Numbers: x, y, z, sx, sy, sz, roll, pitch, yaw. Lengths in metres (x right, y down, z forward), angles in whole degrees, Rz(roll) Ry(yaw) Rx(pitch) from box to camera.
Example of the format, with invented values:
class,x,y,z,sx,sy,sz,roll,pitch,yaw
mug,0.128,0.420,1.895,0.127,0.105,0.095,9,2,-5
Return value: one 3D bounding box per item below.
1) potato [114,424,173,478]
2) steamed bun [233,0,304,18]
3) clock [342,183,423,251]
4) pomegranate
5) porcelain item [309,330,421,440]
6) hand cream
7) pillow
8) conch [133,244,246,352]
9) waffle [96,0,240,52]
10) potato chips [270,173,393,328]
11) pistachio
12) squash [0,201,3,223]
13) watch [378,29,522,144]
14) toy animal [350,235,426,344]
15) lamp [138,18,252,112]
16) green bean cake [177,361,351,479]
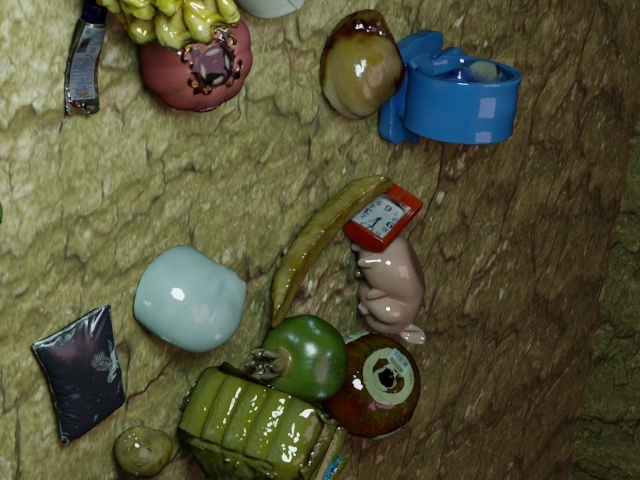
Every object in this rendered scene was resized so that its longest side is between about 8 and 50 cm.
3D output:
class,x,y,z,sx,sy,sz,roll,pitch,yaw
potato,-0.306,0.373,1.848,0.138,0.070,0.091,36,78,-57
steamed bun,-0.089,-0.473,1.619,0.146,0.164,0.241,45,57,-59
clock,0.129,-0.049,2.232,0.155,0.113,0.061,-45,159,-33
pomegranate,-0.053,0.234,2.051,0.225,0.187,0.187,1,106,-55
porcelain item,0.090,0.326,2.314,0.253,0.253,0.252,-32,132,-44
hand cream,-0.333,-0.261,1.503,0.062,0.039,0.163,-18,127,-53
pillow,-0.376,0.213,1.679,0.141,0.055,0.208,-31,131,-33
conch,-0.217,0.100,1.813,0.221,0.121,0.184,8,71,-52
waffle,-0.179,-0.410,1.438,0.324,0.261,0.151,-60,139,-21
potato chips,0.000,0.000,2.097,0.407,0.080,0.057,-51,157,-22
pistachio,0.080,-0.334,1.996,0.165,0.130,0.210,2,111,-14
squash,-0.479,-0.083,1.348,0.077,0.068,0.219,-37,138,-17
watch,0.294,-0.299,2.183,0.305,0.275,0.241,-22,124,-43
toy animal,0.153,0.098,2.301,0.166,0.154,0.250,-103,-175,-53
lamp,-0.194,-0.287,1.608,0.182,0.140,0.182,-15,118,-31
green bean cake,-0.096,0.392,1.949,0.202,0.310,0.285,-62,144,-17
